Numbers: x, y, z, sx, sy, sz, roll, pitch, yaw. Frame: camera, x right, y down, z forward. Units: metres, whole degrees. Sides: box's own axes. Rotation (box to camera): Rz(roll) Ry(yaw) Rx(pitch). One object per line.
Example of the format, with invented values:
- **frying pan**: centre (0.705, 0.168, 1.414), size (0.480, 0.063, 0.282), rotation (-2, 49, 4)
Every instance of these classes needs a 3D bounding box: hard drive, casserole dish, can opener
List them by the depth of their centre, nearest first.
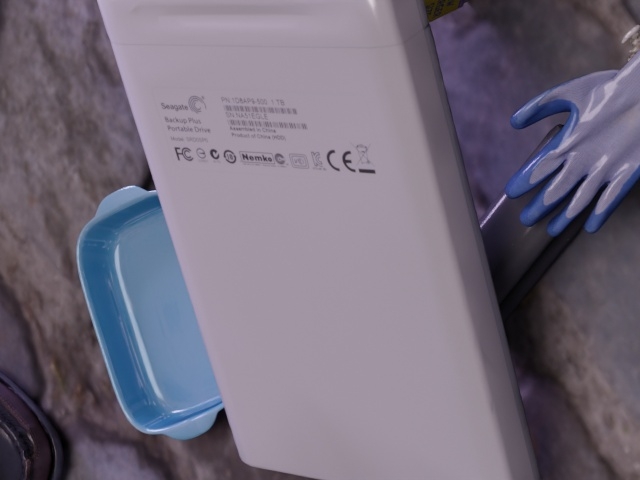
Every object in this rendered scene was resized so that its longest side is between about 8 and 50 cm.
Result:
- **can opener**: centre (0.170, -0.035, 1.201), size (0.280, 0.074, 0.093), rotation (-48, 69, 23)
- **hard drive**: centre (0.000, 0.000, 1.217), size (0.233, 0.047, 0.353), rotation (5, 121, 39)
- **casserole dish**: centre (-0.111, 0.051, 1.396), size (0.114, 0.037, 0.188), rotation (-24, 80, 29)

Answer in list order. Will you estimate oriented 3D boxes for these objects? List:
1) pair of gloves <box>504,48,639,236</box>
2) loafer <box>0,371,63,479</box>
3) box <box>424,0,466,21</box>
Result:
- **pair of gloves**: centre (0.211, -0.038, 1.153), size (0.198, 0.023, 0.159), rotation (35, 112, -8)
- **loafer**: centre (-0.337, 0.124, 1.499), size (0.302, 0.095, 0.109), rotation (29, 106, 27)
- **box**: centre (0.002, -0.270, 1.204), size (0.117, 0.213, 0.243), rotation (-26, 74, -15)
